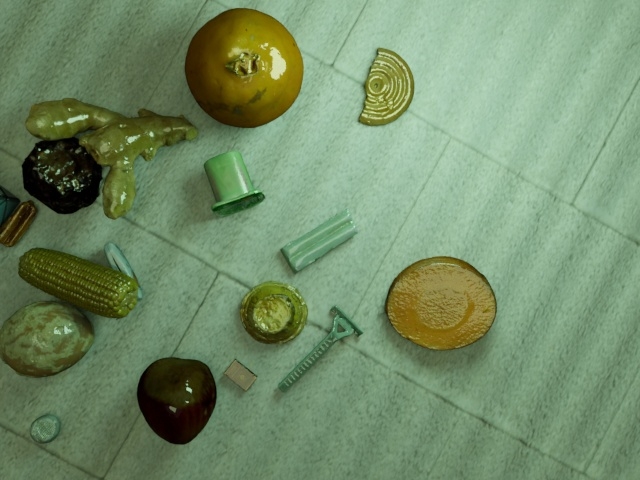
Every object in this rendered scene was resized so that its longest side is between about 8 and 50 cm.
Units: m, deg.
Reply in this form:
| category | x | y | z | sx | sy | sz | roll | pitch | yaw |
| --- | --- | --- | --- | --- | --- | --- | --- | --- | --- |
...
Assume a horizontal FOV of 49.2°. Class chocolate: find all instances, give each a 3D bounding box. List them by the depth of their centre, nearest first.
| category | x | y | z | sx | sy | sz | roll | pitch | yaw |
| --- | --- | --- | --- | --- | --- | --- | --- | --- | --- |
| chocolate | -0.706 | -0.188 | 1.874 | 0.224 | 0.177 | 0.206 | 37 | 88 | -3 |

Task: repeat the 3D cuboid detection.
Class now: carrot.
| category | x | y | z | sx | sy | sz | roll | pitch | yaw |
| --- | --- | --- | --- | --- | --- | --- | --- | --- | --- |
| carrot | 0.333 | 0.175 | 1.958 | 0.306 | 0.100 | 0.259 | -4 | 91 | 5 |

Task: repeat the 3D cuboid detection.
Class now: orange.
| category | x | y | z | sx | sy | sz | roll | pitch | yaw |
| --- | --- | --- | --- | --- | --- | --- | --- | --- | --- |
| orange | -0.200 | -0.450 | 1.842 | 0.311 | 0.312 | 0.313 | 0 | 89 | -2 |

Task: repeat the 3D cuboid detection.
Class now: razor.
| category | x | y | z | sx | sy | sz | roll | pitch | yaw |
| --- | --- | --- | --- | --- | --- | --- | --- | --- | --- |
| razor | -0.013 | 0.317 | 1.950 | 0.111 | 0.056 | 0.278 | 44 | 87 | -2 |

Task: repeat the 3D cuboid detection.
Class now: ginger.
| category | x | y | z | sx | sy | sz | roll | pitch | yaw |
| --- | --- | --- | --- | --- | --- | --- | --- | --- | --- |
| ginger | -0.553 | -0.286 | 1.885 | 0.363 | 0.122 | 0.348 | 43 | 61 | 2 |

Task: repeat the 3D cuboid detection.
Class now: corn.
| category | x | y | z | sx | sy | sz | roll | pitch | yaw |
| --- | --- | --- | --- | --- | --- | --- | --- | --- | --- |
| corn | -0.647 | 0.107 | 1.866 | 0.344 | 0.131 | 0.131 | 19 | 88 | 17 |

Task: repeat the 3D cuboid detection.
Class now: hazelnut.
| category | x | y | z | sx | sy | sz | roll | pitch | yaw |
| --- | --- | --- | --- | --- | --- | --- | --- | --- | --- |
| hazelnut | -0.383 | 0.431 | 1.861 | 0.229 | 0.229 | 0.230 | 0 | 89 | -2 |

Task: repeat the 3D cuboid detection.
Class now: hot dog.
| category | x | y | z | sx | sy | sz | roll | pitch | yaw |
| --- | --- | --- | --- | --- | --- | --- | --- | --- | --- |
| hot dog | -0.836 | -0.048 | 1.932 | 0.062 | 0.038 | 0.144 | 34 | 85 | -13 |

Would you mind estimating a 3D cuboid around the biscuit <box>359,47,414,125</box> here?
| category | x | y | z | sx | sy | sz | roll | pitch | yaw |
| --- | --- | --- | --- | --- | --- | --- | --- | --- | --- |
| biscuit | 0.195 | -0.426 | 1.987 | 0.144 | 0.033 | 0.225 | 18 | 89 | -2 |

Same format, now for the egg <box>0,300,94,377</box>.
| category | x | y | z | sx | sy | sz | roll | pitch | yaw |
| --- | --- | --- | --- | --- | --- | --- | --- | --- | --- |
| egg | -0.725 | 0.260 | 1.854 | 0.245 | 0.203 | 0.204 | -9 | 89 | -10 |

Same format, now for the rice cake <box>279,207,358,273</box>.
| category | x | y | z | sx | sy | sz | roll | pitch | yaw |
| --- | --- | --- | --- | --- | --- | --- | --- | --- | --- |
| rice cake | 0.000 | 0.000 | 1.965 | 0.226 | 0.040 | 0.085 | -32 | 90 | -3 |

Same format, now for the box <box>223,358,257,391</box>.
| category | x | y | z | sx | sy | sz | roll | pitch | yaw |
| --- | --- | --- | --- | --- | --- | --- | --- | --- | --- |
| box | -0.223 | 0.377 | 1.957 | 0.082 | 0.023 | 0.052 | 39 | 88 | -1 |

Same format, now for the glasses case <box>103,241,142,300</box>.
| category | x | y | z | sx | sy | sz | roll | pitch | yaw |
| --- | --- | --- | --- | --- | --- | --- | --- | --- | --- |
| glasses case | -0.543 | 0.086 | 1.927 | 0.045 | 0.067 | 0.179 | -28 | 90 | -3 |

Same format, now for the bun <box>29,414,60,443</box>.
| category | x | y | z | sx | sy | sz | roll | pitch | yaw |
| --- | --- | --- | --- | --- | --- | --- | --- | --- | --- |
| bun | -0.754 | 0.517 | 1.920 | 0.083 | 0.045 | 0.084 | 0 | 87 | -5 |

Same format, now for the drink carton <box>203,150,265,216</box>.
| category | x | y | z | sx | sy | sz | roll | pitch | yaw |
| --- | --- | --- | --- | --- | --- | --- | --- | --- | --- |
| drink carton | -0.245 | -0.158 | 1.918 | 0.146 | 0.144 | 0.143 | -21 | 80 | -3 |

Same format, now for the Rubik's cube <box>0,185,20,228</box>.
| category | x | y | z | sx | sy | sz | roll | pitch | yaw |
| --- | --- | --- | --- | --- | --- | --- | --- | --- | --- |
| Rubik's cube | -0.966 | -0.092 | 1.846 | 0.207 | 0.205 | 0.205 | 35 | 88 | -3 |

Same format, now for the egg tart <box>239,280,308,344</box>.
| category | x | y | z | sx | sy | sz | roll | pitch | yaw |
| --- | --- | --- | --- | --- | --- | --- | --- | --- | --- |
| egg tart | -0.131 | 0.203 | 1.942 | 0.191 | 0.074 | 0.192 | 0 | 91 | -1 |
